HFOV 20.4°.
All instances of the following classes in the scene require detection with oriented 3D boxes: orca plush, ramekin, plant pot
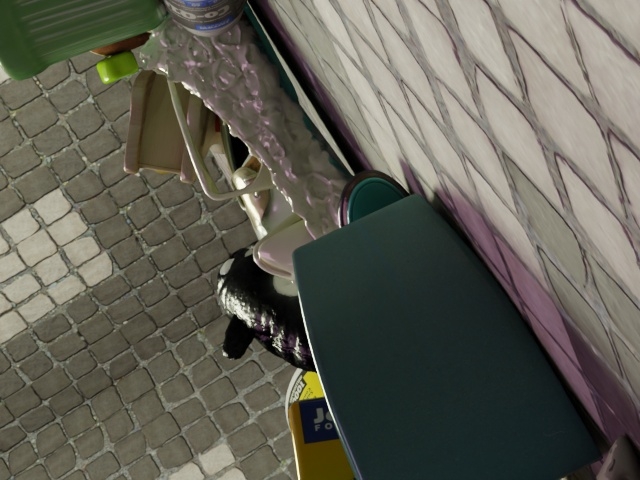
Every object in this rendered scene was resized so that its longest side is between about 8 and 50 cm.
[{"bbox_3d":[-0.042,0.104,1.773,0.287,0.102,0.151,45,165,38],"label":"orca plush"},{"bbox_3d":[-0.240,-0.306,1.586,0.303,0.148,0.303,-14,-90,-89],"label":"ramekin"},{"bbox_3d":[0.077,0.096,1.329,0.165,0.166,0.234,80,165,-80],"label":"plant pot"}]

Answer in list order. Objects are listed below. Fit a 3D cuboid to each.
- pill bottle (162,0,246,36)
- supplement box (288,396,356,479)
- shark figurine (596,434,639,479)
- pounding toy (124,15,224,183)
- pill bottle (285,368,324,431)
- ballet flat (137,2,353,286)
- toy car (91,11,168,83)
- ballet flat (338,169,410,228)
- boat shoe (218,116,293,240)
[{"bbox_3d":[-0.102,-0.225,1.533,0.078,0.078,0.137,57,176,9],"label":"pill bottle"},{"bbox_3d":[0.095,0.311,1.457,0.194,0.195,0.356,83,178,-46],"label":"supplement box"},{"bbox_3d":[0.222,0.260,1.236,0.278,0.116,0.166,84,-171,-64],"label":"shark figurine"},{"bbox_3d":[-0.182,-0.158,2.003,0.269,0.155,0.154,-72,-11,-56],"label":"pounding toy"},{"bbox_3d":[0.082,0.263,2.280,0.188,0.188,0.334,59,175,-23],"label":"pill bottle"},{"bbox_3d":[-0.033,-0.052,1.670,0.409,0.147,0.147,57,176,2],"label":"ballet flat"},{"bbox_3d":[-0.231,-0.298,2.240,0.155,0.149,0.188,68,164,-5],"label":"toy car"},{"bbox_3d":[0.066,0.019,1.462,0.203,0.074,0.074,57,177,-27],"label":"ballet flat"},{"bbox_3d":[-0.043,-0.058,1.867,0.103,0.113,0.302,54,180,-39],"label":"boat shoe"}]
